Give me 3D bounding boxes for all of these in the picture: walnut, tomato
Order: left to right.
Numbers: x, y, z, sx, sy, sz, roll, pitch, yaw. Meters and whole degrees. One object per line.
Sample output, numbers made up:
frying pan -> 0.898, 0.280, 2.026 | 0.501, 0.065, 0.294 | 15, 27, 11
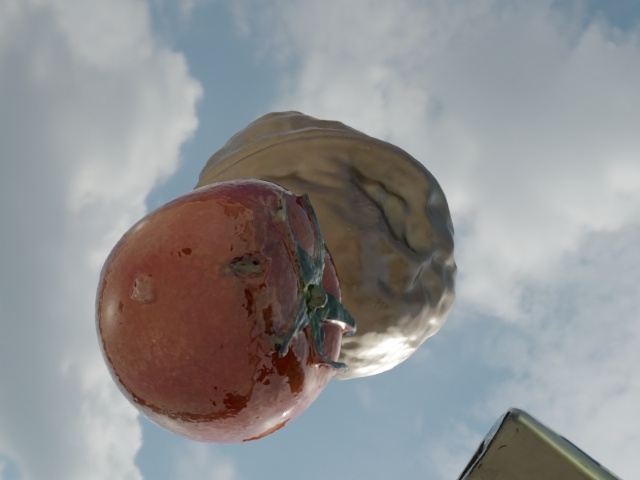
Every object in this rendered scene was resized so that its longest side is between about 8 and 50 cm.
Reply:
tomato -> -0.063, 0.046, 0.582 | 0.167, 0.167, 0.167 | 6, -80, 41
walnut -> 0.000, 0.002, 0.870 | 0.227, 0.273, 0.273 | -25, -101, 48

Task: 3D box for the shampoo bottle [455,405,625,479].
shampoo bottle -> 0.232, 0.229, 0.520 | 0.350, 0.125, 0.084 | 35, -105, 12
